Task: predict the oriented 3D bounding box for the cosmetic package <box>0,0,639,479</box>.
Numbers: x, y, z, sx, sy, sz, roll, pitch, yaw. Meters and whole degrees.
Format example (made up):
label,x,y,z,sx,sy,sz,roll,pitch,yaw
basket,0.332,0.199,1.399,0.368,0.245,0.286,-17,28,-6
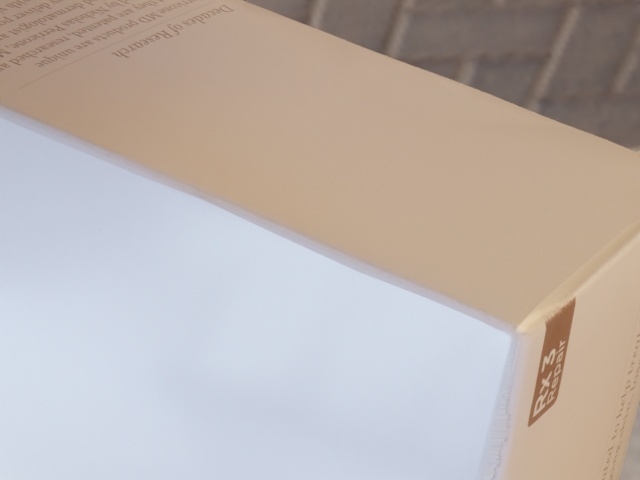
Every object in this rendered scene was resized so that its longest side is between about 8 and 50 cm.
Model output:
label,x,y,z,sx,sy,sz,roll,pitch,yaw
cosmetic package,-0.075,0.022,0.718,0.156,0.385,0.217,-36,144,-52
